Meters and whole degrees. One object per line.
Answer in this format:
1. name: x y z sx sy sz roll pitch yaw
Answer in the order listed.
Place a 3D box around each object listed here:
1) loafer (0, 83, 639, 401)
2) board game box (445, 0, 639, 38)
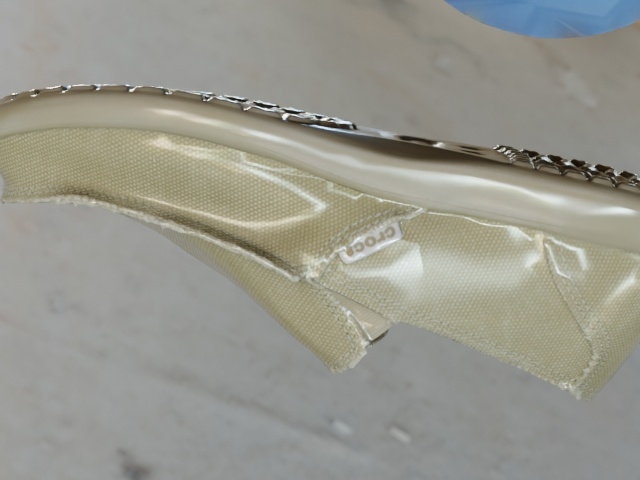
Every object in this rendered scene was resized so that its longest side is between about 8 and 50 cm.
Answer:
1. loafer: 0.000 0.000 0.698 0.269 0.092 0.102 11 5 7
2. board game box: 0.103 -0.175 0.839 0.133 0.168 0.033 -6 16 17
